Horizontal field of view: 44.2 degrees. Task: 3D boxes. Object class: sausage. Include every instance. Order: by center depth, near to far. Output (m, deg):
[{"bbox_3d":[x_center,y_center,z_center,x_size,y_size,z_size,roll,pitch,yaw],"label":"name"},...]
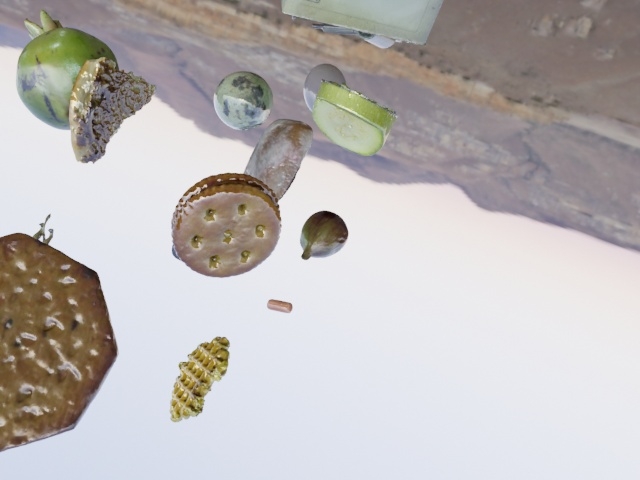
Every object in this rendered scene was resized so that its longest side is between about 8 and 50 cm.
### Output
[{"bbox_3d":[-0.120,0.192,2.308,0.083,0.034,0.034,8,-178,31],"label":"sausage"}]

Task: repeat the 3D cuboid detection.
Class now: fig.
[{"bbox_3d":[0.000,0.000,1.843,0.109,0.154,0.103,39,143,-10],"label":"fig"}]

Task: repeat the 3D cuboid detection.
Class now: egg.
[{"bbox_3d":[-0.182,-0.333,1.878,0.141,0.141,0.182,18,-177,-15],"label":"egg"},{"bbox_3d":[0.016,-0.504,2.654,0.146,0.198,0.146,-1,149,-1],"label":"egg"}]

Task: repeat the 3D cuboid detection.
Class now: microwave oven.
[{"bbox_3d":[0.121,-0.725,2.026,0.394,0.333,0.247,9,-139,-15],"label":"microwave oven"}]

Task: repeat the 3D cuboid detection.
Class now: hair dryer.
[{"bbox_3d":[0.097,-0.622,2.327,0.248,0.078,0.195,14,-173,24],"label":"hair dryer"}]

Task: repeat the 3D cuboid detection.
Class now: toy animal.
[{"bbox_3d":[-0.699,0.024,1.906,0.069,0.219,0.086,12,153,9],"label":"toy animal"}]

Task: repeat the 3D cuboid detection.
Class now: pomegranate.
[{"bbox_3d":[-0.661,-0.439,2.018,0.340,0.260,0.260,55,-159,16],"label":"pomegranate"}]

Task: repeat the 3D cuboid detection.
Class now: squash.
[{"bbox_3d":[0.076,-0.310,1.955,0.220,0.133,0.220,29,179,0],"label":"squash"}]

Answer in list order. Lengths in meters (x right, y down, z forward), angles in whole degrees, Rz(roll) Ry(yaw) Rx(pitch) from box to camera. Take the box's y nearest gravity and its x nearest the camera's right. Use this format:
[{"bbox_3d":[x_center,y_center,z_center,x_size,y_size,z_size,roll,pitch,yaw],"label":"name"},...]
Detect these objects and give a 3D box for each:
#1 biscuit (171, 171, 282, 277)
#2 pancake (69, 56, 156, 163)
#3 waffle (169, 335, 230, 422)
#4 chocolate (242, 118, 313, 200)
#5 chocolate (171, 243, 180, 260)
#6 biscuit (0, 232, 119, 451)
[{"bbox_3d":[-0.181,-0.027,1.522,0.220,0.220,0.066,15,-152,-28],"label":"biscuit"},{"bbox_3d":[-0.516,-0.334,1.957,0.057,0.266,0.244,30,-143,31],"label":"pancake"},{"bbox_3d":[-0.362,0.409,2.357,0.051,0.291,0.291,37,-179,-25],"label":"waffle"},{"bbox_3d":[-0.144,-0.216,2.237,0.100,0.303,0.185,29,177,-39],"label":"chocolate"},{"bbox_3d":[-0.363,-0.008,2.334,0.125,0.148,0.080,20,-155,-9],"label":"chocolate"},{"bbox_3d":[-0.503,0.162,1.260,0.359,0.359,0.046,20,168,-3],"label":"biscuit"}]
